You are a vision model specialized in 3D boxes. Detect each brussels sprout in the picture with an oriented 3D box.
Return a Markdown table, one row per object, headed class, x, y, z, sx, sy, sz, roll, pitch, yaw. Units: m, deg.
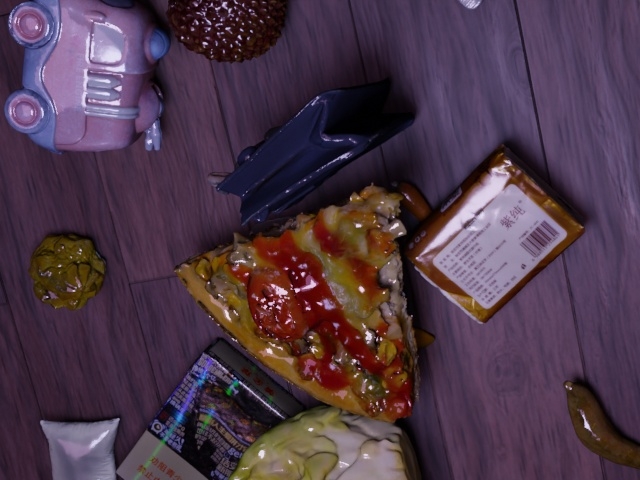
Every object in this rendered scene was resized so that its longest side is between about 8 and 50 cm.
| class | x | y | z | sx | sy | sz | roll | pitch | yaw |
| --- | --- | --- | --- | --- | --- | --- | --- | --- | --- |
| brussels sprout | 0.010 | 0.437 | 1.729 | 0.344 | 0.268 | 0.344 | -3 | 125 | -4 |

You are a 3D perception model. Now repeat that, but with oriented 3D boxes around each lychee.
| class | x | y | z | sx | sy | sz | roll | pitch | yaw |
| --- | --- | --- | --- | --- | --- | --- | --- | --- | --- |
| lychee | -0.137 | -0.361 | 1.637 | 0.188 | 0.188 | 0.188 | 4 | 105 | 15 |

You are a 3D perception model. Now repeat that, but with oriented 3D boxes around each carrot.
| class | x | y | z | sx | sy | sz | roll | pitch | yaw |
| --- | --- | --- | --- | --- | --- | --- | --- | --- | --- |
| carrot | 0.165 | -0.046 | 1.704 | 0.142 | 0.035 | 0.035 | 44 | 111 | -6 |

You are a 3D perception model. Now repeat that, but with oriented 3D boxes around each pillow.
| class | x | y | z | sx | sy | sz | roll | pitch | yaw |
| --- | --- | --- | --- | --- | --- | --- | --- | --- | --- |
| pillow | -0.422 | 0.440 | 1.969 | 0.144 | 0.078 | 0.254 | -5 | 103 | 7 |

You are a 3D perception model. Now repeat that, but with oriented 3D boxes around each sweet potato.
| class | x | y | z | sx | sy | sz | roll | pitch | yaw |
| --- | --- | --- | --- | --- | --- | --- | --- | --- | --- |
| sweet potato | 0.460 | 0.317 | 1.701 | 0.249 | 0.059 | 0.069 | 44 | 98 | -3 |

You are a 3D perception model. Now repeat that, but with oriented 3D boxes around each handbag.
| class | x | y | z | sx | sy | sz | roll | pitch | yaw |
| --- | --- | --- | --- | --- | --- | --- | --- | --- | --- |
| handbag | -0.017 | -0.133 | 1.576 | 0.269 | 0.326 | 0.118 | -35 | 88 | 20 |

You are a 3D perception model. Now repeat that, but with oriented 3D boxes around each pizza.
| class | x | y | z | sx | sy | sz | roll | pitch | yaw |
| --- | --- | --- | --- | --- | --- | --- | --- | --- | --- |
| pizza | -0.007 | 0.068 | 1.576 | 0.440 | 0.130 | 0.406 | 31 | 133 | 7 |

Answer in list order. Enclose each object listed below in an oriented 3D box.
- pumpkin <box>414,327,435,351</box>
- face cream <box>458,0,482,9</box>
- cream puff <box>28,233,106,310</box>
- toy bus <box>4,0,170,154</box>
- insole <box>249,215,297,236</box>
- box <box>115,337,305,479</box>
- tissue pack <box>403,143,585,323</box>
| class | x | y | z | sx | sy | sz | roll | pitch | yaw |
| --- | --- | --- | --- | --- | --- | --- | --- | --- | --- |
| pumpkin | 0.026 | 0.183 | 1.762 | 0.278 | 0.111 | 0.163 | 24 | 114 | 8 |
| face cream | 0.267 | -0.496 | 1.543 | 0.143 | 0.089 | 0.314 | 42 | 121 | 3 |
| cream puff | -0.448 | 0.061 | 1.860 | 0.146 | 0.116 | 0.146 | 4 | 107 | 12 |
| toy bus | -0.359 | -0.278 | 1.716 | 0.232 | 0.197 | 0.294 | 9 | 105 | 3 |
| insole | 0.000 | 0.000 | 1.772 | 0.248 | 0.011 | 0.081 | 4 | 107 | 14 |
| box | -0.198 | 0.348 | 1.878 | 0.198 | 0.084 | 0.310 | 39 | 111 | 4 |
| tissue pack | 0.263 | -0.006 | 1.642 | 0.183 | 0.092 | 0.226 | 41 | 111 | -8 |
